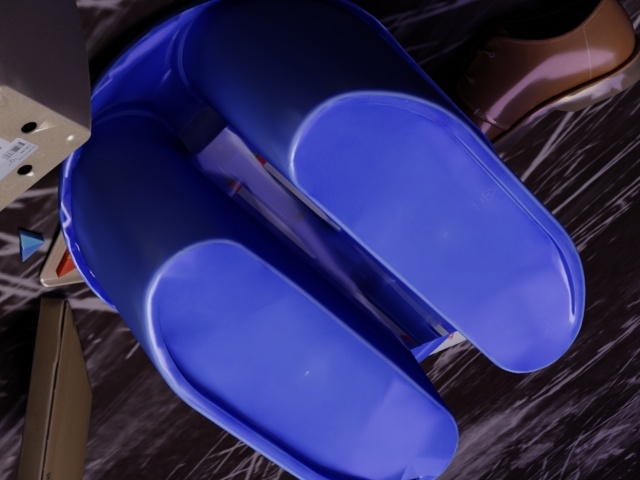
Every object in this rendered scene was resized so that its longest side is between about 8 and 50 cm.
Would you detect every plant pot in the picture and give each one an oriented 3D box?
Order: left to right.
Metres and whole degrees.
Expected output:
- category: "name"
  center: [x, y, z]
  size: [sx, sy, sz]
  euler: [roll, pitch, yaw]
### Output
- category: "plant pot"
  center: [-0.176, -0.077, 0.693]
  size: [0.109, 0.096, 0.109]
  euler: [-37, 151, 14]

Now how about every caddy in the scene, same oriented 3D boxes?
- category: "caddy"
  center: [0.000, 0.000, 0.868]
  size: [0.241, 0.179, 0.341]
  euler: [-44, 129, 5]

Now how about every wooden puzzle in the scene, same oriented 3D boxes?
- category: "wooden puzzle"
  center: [-0.148, 0.004, 0.943]
  size: [0.116, 0.014, 0.078]
  euler: [-13, 148, -27]

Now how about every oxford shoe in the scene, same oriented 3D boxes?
- category: "oxford shoe"
  center: [0.115, -0.107, 0.965]
  size: [0.212, 0.076, 0.076]
  euler: [-29, 122, 7]

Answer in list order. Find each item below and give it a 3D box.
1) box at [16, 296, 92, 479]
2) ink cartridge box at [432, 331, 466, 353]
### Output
- category: "box"
  center: [-0.188, 0.166, 0.987]
  size: [0.021, 0.201, 0.164]
  euler: [2, 149, -1]
- category: "ink cartridge box"
  center: [0.014, 0.041, 1.070]
  size: [0.212, 0.093, 0.154]
  euler: [-21, 151, -18]
